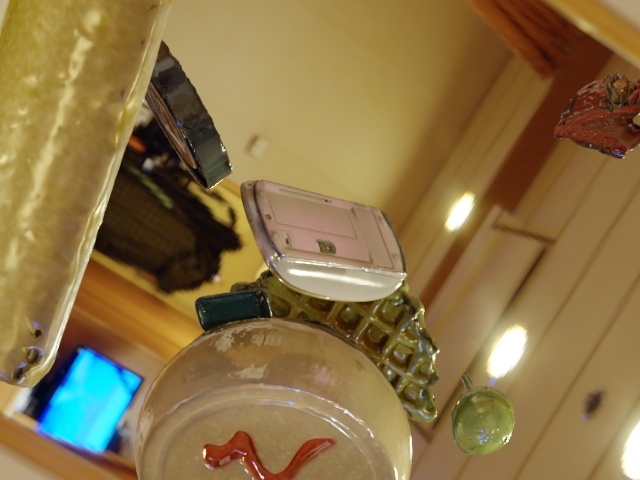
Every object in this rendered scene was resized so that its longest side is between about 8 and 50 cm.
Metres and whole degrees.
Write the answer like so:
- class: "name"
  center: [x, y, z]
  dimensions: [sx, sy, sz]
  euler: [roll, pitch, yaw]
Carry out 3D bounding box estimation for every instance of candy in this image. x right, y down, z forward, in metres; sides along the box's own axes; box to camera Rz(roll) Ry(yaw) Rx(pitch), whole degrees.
- class: "candy"
  center: [0.229, 0.239, 1.793]
  dimensions: [0.335, 0.092, 0.093]
  euler: [-70, 149, -85]

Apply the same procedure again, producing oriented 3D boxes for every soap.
- class: "soap"
  center: [-0.229, -0.116, 0.677]
  dimensions: [0.293, 0.156, 0.335]
  euler: [16, -92, 38]

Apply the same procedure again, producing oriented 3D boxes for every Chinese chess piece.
- class: "Chinese chess piece"
  center: [-0.057, 0.253, 1.474]
  dimensions: [0.338, 0.338, 0.140]
  euler: [-53, -163, 29]

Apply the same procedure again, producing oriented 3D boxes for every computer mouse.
- class: "computer mouse"
  center: [0.000, 0.000, 1.296]
  dimensions: [0.056, 0.245, 0.126]
  euler: [-35, -117, 30]

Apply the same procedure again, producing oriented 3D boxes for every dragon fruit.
- class: "dragon fruit"
  center: [0.410, -0.173, 1.722]
  dimensions: [0.092, 0.123, 0.192]
  euler: [-18, -179, -17]

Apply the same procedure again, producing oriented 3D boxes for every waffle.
- class: "waffle"
  center: [0.025, 0.158, 1.759]
  dimensions: [0.297, 0.317, 0.073]
  euler: [-10, -161, 15]

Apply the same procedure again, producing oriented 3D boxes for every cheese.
- class: "cheese"
  center: [-0.088, 0.196, 1.593]
  dimensions: [0.083, 0.203, 0.321]
  euler: [-91, 171, -54]

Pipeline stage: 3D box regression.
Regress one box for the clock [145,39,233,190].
- class: "clock"
  center: [-0.181, -0.165, 1.537]
  dimensions: [0.042, 0.215, 0.215]
  euler: [-31, -175, -9]
